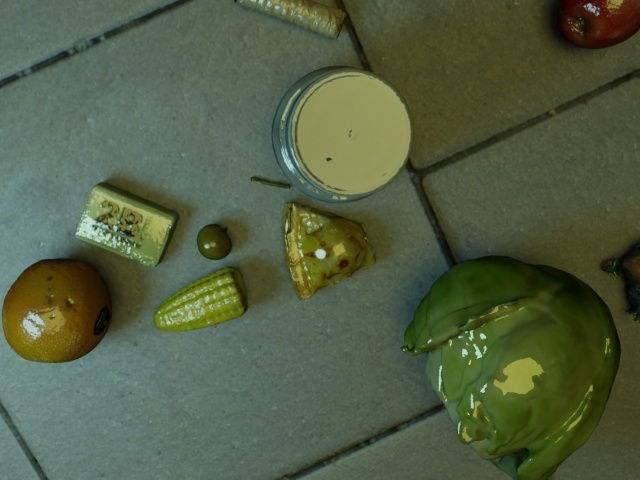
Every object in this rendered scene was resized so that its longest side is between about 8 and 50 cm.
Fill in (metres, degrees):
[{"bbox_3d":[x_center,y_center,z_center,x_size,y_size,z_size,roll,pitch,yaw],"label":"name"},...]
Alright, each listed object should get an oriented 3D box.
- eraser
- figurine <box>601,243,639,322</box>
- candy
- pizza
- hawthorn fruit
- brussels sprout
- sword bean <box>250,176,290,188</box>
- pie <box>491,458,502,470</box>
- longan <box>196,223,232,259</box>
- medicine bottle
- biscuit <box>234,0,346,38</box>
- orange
[{"bbox_3d":[-0.383,-0.030,1.184,0.172,0.058,0.117,23,97,-9],"label":"eraser"},{"bbox_3d":[0.691,0.086,1.288,0.144,0.114,0.179,5,107,-5],"label":"figurine"},{"bbox_3d":[-0.246,0.131,1.209,0.198,0.094,0.106,-21,102,5],"label":"candy"},{"bbox_3d":[0.009,0.003,1.218,0.188,0.080,0.204,-21,99,-2],"label":"pizza"},{"bbox_3d":[0.546,-0.457,1.155,0.172,0.173,0.173,-1,99,-5],"label":"hawthorn fruit"},{"bbox_3d":[0.396,0.227,1.153,0.361,0.342,0.425,-36,112,8],"label":"brussels sprout"},{"bbox_3d":[-0.103,-0.117,1.221,0.083,0.012,0.012,12,98,-8],"label":"sword bean"},{"bbox_3d":[0.468,0.453,1.352,0.186,0.041,0.187,-1,98,-6],"label":"pie"},{"bbox_3d":[-0.211,0.001,1.205,0.075,0.075,0.083,51,50,-10],"label":"longan"},{"bbox_3d":[0.034,-0.189,1.073,0.244,0.306,0.245,-1,99,-5],"label":"medicine bottle"},{"bbox_3d":[-0.059,-0.452,1.150,0.219,0.055,0.061,19,86,-8],"label":"biscuit"},{"bbox_3d":[-0.498,0.133,1.135,0.205,0.206,0.206,-1,99,-5],"label":"orange"}]
